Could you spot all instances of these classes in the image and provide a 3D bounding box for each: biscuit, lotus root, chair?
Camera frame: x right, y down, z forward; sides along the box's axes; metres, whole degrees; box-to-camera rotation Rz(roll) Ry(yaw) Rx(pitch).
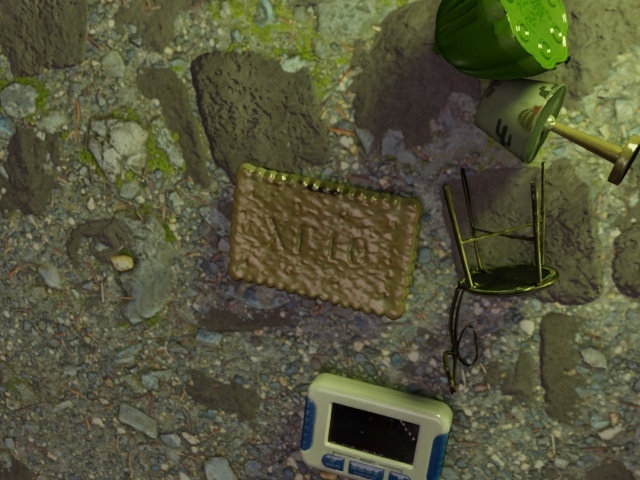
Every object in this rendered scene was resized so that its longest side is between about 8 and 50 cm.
[{"bbox_3d":[0.000,0.000,1.297,0.325,0.044,0.217,12,112,15],"label":"biscuit"},{"bbox_3d":[0.221,-0.288,1.060,0.186,0.186,0.186,7,111,18],"label":"lotus root"},{"bbox_3d":[0.267,0.057,1.163,0.170,0.160,0.325,-3,104,22],"label":"chair"}]

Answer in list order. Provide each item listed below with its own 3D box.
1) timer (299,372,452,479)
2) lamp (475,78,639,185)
[{"bbox_3d":[0.096,0.336,1.366,0.254,0.078,0.178,13,111,14],"label":"timer"},{"bbox_3d":[0.326,-0.152,1.077,0.215,0.121,0.121,31,117,21],"label":"lamp"}]
